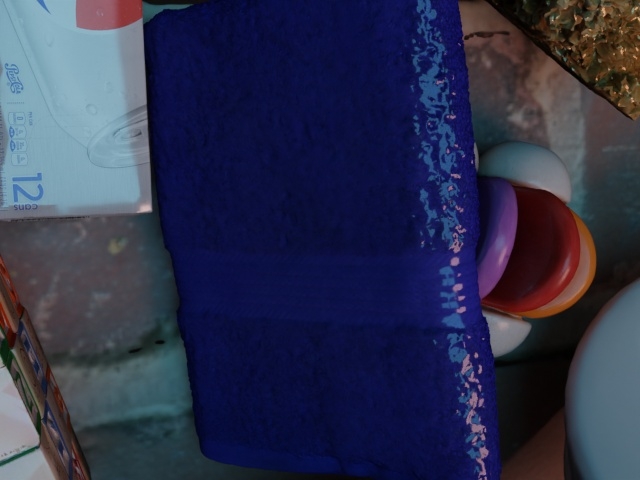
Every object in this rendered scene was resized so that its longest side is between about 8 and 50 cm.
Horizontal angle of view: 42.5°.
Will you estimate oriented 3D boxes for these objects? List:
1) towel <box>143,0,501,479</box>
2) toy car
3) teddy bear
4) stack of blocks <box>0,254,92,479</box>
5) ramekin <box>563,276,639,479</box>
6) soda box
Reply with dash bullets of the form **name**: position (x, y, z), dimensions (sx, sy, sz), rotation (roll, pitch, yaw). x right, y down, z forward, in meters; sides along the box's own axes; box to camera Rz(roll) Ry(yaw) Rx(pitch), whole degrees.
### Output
- **towel**: position (0.000, 0.000, 0.514), dimensions (0.076, 0.227, 0.309), rotation (-22, 108, -54)
- **toy car**: position (0.107, 0.000, 0.570), dimensions (0.181, 0.136, 0.159), rotation (15, 92, -19)
- **teddy bear**: position (0.114, -0.213, 0.508), dimensions (0.338, 0.245, 0.113), rotation (35, 110, -12)
- **stack of blocks**: position (-0.218, 0.048, 0.455), dimensions (0.087, 0.171, 0.297), rotation (-21, 102, -14)
- **ramekin**: position (0.300, 0.135, 0.558), dimensions (0.277, 0.277, 0.135), rotation (-43, 140, -9)
- **soda box**: position (-0.156, -0.157, 0.490), dimensions (0.091, 0.098, 0.287), rotation (-3, 96, -17)
